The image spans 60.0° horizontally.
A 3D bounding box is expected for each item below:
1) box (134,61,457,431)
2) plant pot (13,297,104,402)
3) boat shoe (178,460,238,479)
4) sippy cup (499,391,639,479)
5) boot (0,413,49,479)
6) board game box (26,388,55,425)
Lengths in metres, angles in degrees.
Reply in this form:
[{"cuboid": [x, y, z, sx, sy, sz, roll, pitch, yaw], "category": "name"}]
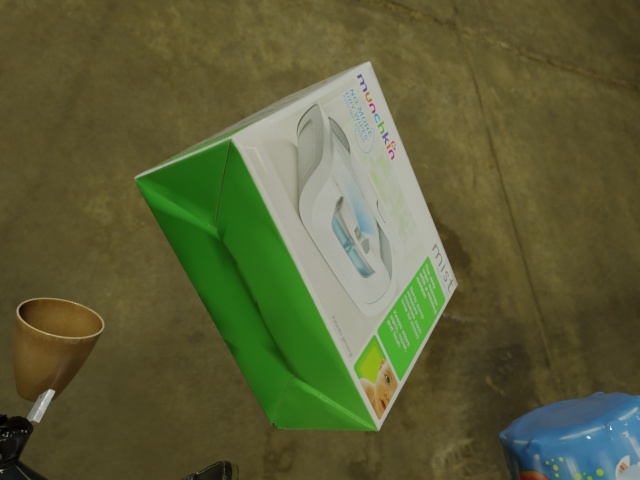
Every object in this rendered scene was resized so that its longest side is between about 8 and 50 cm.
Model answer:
[{"cuboid": [0.000, 0.000, 0.525, 0.231, 0.127, 0.261, -43, 114, -48], "category": "box"}, {"cuboid": [-0.793, 0.333, 1.621, 0.237, 0.237, 0.254, 17, 103, -30], "category": "plant pot"}, {"cuboid": [-0.214, 0.413, 0.867, 0.073, 0.223, 0.080, 32, 27, -26], "category": "boat shoe"}, {"cuboid": [0.319, 0.299, 0.618, 0.306, 0.240, 0.224, -16, 80, -18], "category": "sippy cup"}, {"cuboid": [-0.781, 0.563, 1.424, 0.247, 0.207, 0.094, 26, 14, -19], "category": "boot"}, {"cuboid": [-0.765, 0.457, 1.507, 0.020, 0.090, 0.090, 36, 46, -24], "category": "board game box"}]
